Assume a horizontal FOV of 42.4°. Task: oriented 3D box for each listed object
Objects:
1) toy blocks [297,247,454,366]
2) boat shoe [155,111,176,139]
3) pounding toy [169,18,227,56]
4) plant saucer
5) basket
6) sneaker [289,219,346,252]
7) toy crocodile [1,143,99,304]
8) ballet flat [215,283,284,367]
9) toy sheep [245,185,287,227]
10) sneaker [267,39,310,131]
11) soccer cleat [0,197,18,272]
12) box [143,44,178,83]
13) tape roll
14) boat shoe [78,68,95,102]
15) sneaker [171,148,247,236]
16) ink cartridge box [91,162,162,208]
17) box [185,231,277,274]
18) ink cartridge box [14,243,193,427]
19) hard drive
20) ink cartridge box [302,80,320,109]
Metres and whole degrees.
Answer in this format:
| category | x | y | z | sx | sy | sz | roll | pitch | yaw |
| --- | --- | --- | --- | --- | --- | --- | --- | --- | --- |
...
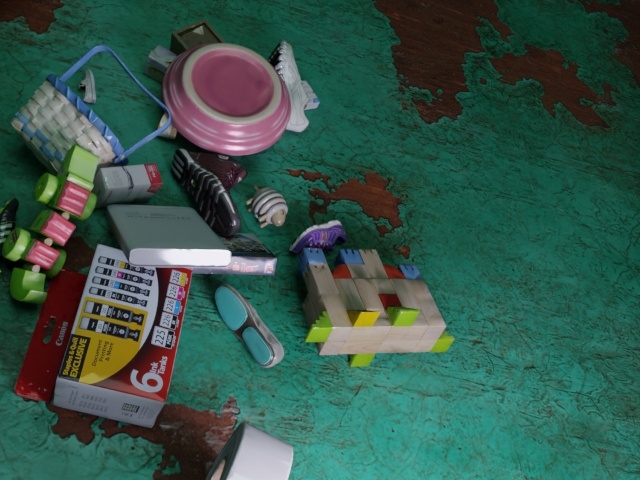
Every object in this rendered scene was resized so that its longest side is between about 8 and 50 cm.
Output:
| category | x | y | z | sx | sy | sz | roll | pitch | yaw |
| --- | --- | --- | --- | --- | --- | --- | --- | --- | --- |
| toy blocks | 0.105 | 0.130 | 1.913 | 0.381 | 0.191 | 0.261 | 2 | 44 | -25 |
| boat shoe | -0.361 | -0.318 | 2.072 | 0.059 | 0.063 | 0.170 | 26 | 57 | -12 |
| pounding toy | -0.311 | -0.509 | 2.228 | 0.141 | 0.100 | 0.130 | -32 | 73 | -29 |
| plant saucer | -0.228 | -0.371 | 2.061 | 0.332 | 0.084 | 0.332 | 9 | 60 | -15 |
| basket | -0.515 | -0.274 | 1.839 | 0.289 | 0.201 | 0.255 | -41 | 80 | -10 |
| sneaker | 0.000 | 0.000 | 2.011 | 0.170 | 0.068 | 0.071 | -19 | 72 | -37 |
| toy crocodile | -0.538 | -0.034 | 1.672 | 0.115 | 0.105 | 0.340 | 34 | 70 | -37 |
| ballet flat | -0.155 | 0.185 | 1.802 | 0.213 | 0.072 | 0.068 | 54 | 23 | 16 |
| toy sheep | -0.129 | -0.085 | 1.998 | 0.091 | 0.091 | 0.132 | -19 | 61 | -36 |
| sneaker | -0.091 | -0.418 | 2.262 | 0.118 | 0.110 | 0.292 | 14 | 59 | -27 |
| soccer cleat | -0.651 | -0.007 | 1.692 | 0.072 | 0.060 | 0.179 | 28 | 53 | -19 |
| box | -0.304 | -0.393 | 2.150 | 0.324 | 0.067 | 0.063 | 31 | 49 | -4 |
| tape roll | -0.155 | 0.464 | 1.436 | 0.100 | 0.286 | 0.286 | 27 | 48 | -6 |
| boat shoe | -0.575 | -0.380 | 2.023 | 0.035 | 0.035 | 0.100 | 1 | 62 | -30 |
| sneaker | -0.221 | -0.128 | 1.950 | 0.162 | 0.106 | 0.281 | -11 | 50 | -39 |
| ink cartridge box | -0.438 | -0.123 | 1.845 | 0.135 | 0.099 | 0.056 | -10 | 72 | -37 |
| box | -0.233 | 0.026 | 1.830 | 0.233 | 0.044 | 0.159 | 3 | 20 | -25 |
| ink cartridge box | -0.419 | 0.177 | 1.619 | 0.272 | 0.130 | 0.309 | 16 | 50 | -15 |
| hard drive | -0.329 | -0.014 | 1.745 | 0.203 | 0.040 | 0.307 | 1 | 18 | -24 |
| ink cartridge box | -0.044 | -0.408 | 2.320 | 0.048 | 0.028 | 0.083 | -15 | 64 | -35 |
